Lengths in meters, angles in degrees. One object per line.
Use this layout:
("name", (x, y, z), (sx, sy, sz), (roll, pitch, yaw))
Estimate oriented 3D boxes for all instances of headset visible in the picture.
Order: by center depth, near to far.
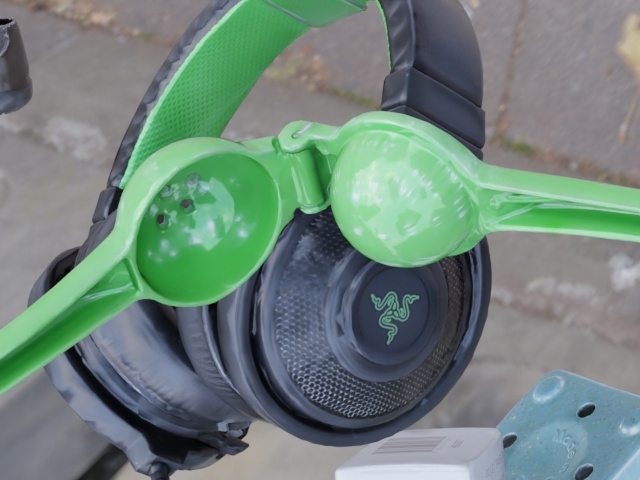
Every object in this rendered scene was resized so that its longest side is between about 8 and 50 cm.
("headset", (-0.016, 0.048, 0.833), (0.185, 0.394, 0.243), (28, 152, -33))

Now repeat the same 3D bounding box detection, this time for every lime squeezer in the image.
("lime squeezer", (0.000, 0.000, 0.533), (0.310, 0.110, 0.059), (-11, 114, 4))

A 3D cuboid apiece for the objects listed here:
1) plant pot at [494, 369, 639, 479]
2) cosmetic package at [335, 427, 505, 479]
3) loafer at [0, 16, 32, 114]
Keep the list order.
("plant pot", (0.225, 0.237, 1.277), (0.252, 0.247, 0.248), (53, 162, -25))
("cosmetic package", (0.066, 0.234, 1.028), (0.085, 0.117, 0.231), (-4, 94, 16))
("loafer", (-0.316, -0.149, 1.277), (0.220, 0.080, 0.078), (7, 113, -10))
